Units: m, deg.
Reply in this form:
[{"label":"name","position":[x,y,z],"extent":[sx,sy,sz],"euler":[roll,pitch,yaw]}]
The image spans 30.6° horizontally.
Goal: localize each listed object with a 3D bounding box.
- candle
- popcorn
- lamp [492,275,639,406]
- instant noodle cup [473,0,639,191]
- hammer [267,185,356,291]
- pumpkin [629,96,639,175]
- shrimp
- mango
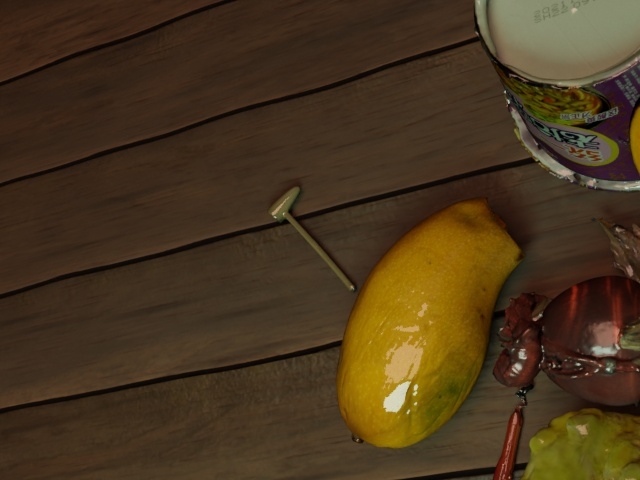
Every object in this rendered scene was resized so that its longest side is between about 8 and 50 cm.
[{"label":"candle","position":[0.240,0.259,1.480],"extent":[0.026,0.021,0.167],"euler":[10,81,30]},{"label":"popcorn","position":[0.342,0.304,1.333],"extent":[0.266,0.192,0.233],"euler":[-35,43,-11]},{"label":"lamp","position":[0.319,0.107,1.379],"extent":[0.223,0.215,0.151],"euler":[16,104,14]},{"label":"instant noodle cup","position":[0.343,-0.251,1.431],"extent":[0.339,0.266,0.340],"euler":[-8,73,28]},{"label":"hammer","position":[0.000,0.000,1.692],"extent":[0.060,0.028,0.195],"euler":[-44,63,4]},{"label":"pumpkin","position":[0.501,-0.059,1.281],"extent":[0.232,0.325,0.242],"euler":[-26,25,-12]},{"label":"shrimp","position":[0.391,0.067,1.443],"extent":[0.126,0.047,0.223],"euler":[-43,61,23]},{"label":"mango","position":[0.135,0.102,1.518],"extent":[0.187,0.144,0.359],"euler":[20,80,20]}]
